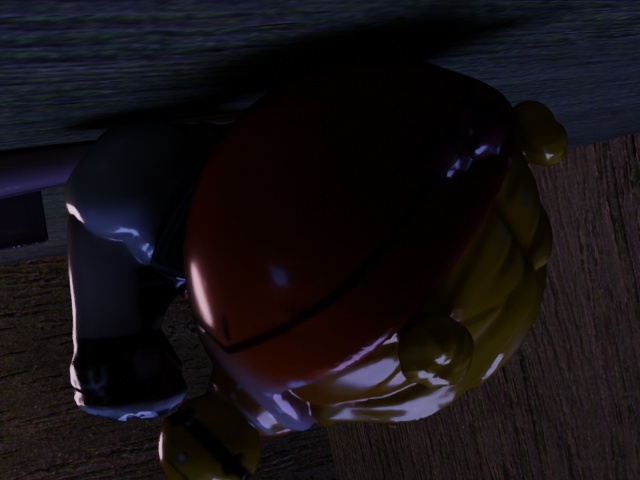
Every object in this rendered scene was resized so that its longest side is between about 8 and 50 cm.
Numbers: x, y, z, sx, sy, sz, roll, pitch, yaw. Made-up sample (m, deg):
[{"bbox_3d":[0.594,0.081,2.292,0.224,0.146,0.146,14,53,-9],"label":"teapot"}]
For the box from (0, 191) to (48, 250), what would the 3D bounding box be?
[{"bbox_3d":[-0.270,-0.020,0.895,0.085,0.060,0.063,-12,-175,-34],"label":"box"}]

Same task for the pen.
[{"bbox_3d":[-0.233,-0.041,0.770,0.197,0.032,0.053,-13,-178,-31],"label":"pen"}]

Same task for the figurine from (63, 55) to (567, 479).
[{"bbox_3d":[-0.004,-0.003,0.666,0.323,0.196,0.320,-1,-131,39],"label":"figurine"}]
